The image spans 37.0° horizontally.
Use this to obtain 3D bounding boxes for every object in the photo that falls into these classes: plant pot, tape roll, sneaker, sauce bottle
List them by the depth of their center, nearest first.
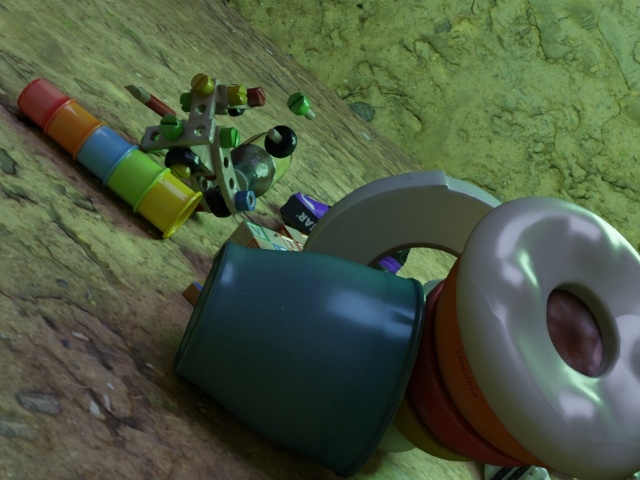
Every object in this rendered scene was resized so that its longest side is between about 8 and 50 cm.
[{"bbox_3d":[-0.040,0.131,1.220,0.255,0.271,0.271,22,20,-8],"label":"plant pot"},{"bbox_3d":[0.151,0.087,1.476,0.392,0.392,0.072,37,18,-12],"label":"tape roll"},{"bbox_3d":[0.331,0.374,1.652,0.118,0.110,0.292,40,15,-35],"label":"sneaker"},{"bbox_3d":[-0.140,-0.142,1.905,0.111,0.111,0.344,41,18,-1],"label":"sauce bottle"},{"bbox_3d":[0.072,-0.036,2.027,0.293,0.146,0.102,36,17,-18],"label":"sneaker"}]

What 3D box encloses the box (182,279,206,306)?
[{"bbox_3d":[-0.134,0.113,1.417,0.136,0.028,0.081,43,17,14],"label":"box"}]

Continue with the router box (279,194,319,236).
[{"bbox_3d":[0.000,0.000,1.878,0.179,0.046,0.133,44,-7,10],"label":"router box"}]

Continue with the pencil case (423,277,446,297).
[{"bbox_3d":[0.322,0.153,2.157,0.273,0.113,0.124,14,45,-57],"label":"pencil case"}]

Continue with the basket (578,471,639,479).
[{"bbox_3d":[0.418,0.458,1.253,0.266,0.331,0.328,40,17,13],"label":"basket"}]

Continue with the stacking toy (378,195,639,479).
[{"bbox_3d":[0.197,0.178,1.285,0.351,0.480,0.350,15,61,-29],"label":"stacking toy"}]

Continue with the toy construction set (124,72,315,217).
[{"bbox_3d":[-0.225,-0.203,1.633,0.309,0.257,0.237,24,-6,31],"label":"toy construction set"}]

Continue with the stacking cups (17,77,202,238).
[{"bbox_3d":[-0.335,-0.137,1.495,0.316,0.096,0.096,39,17,-2],"label":"stacking cups"}]

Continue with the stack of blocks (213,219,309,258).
[{"bbox_3d":[-0.040,0.062,1.644,0.297,0.087,0.171,22,25,-47],"label":"stack of blocks"}]
